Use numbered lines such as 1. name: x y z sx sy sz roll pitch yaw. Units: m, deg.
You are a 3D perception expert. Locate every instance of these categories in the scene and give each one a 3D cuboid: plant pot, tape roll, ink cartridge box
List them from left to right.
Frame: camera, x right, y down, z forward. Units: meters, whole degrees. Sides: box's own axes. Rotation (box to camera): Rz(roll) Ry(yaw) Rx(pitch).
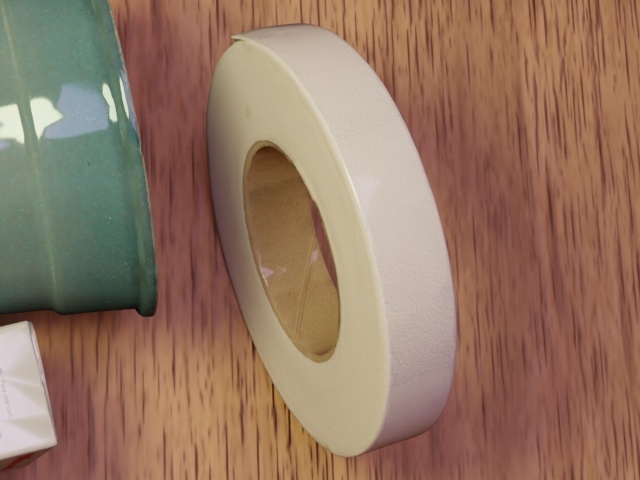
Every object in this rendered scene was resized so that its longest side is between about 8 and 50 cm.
1. ink cartridge box: -0.379 0.165 1.428 0.273 0.197 0.114 -13 82 -20
2. plant pot: -0.340 -0.067 1.451 0.334 0.341 0.341 -11 79 -11
3. tape roll: 0.000 0.000 1.490 0.072 0.392 0.392 -15 81 -20
